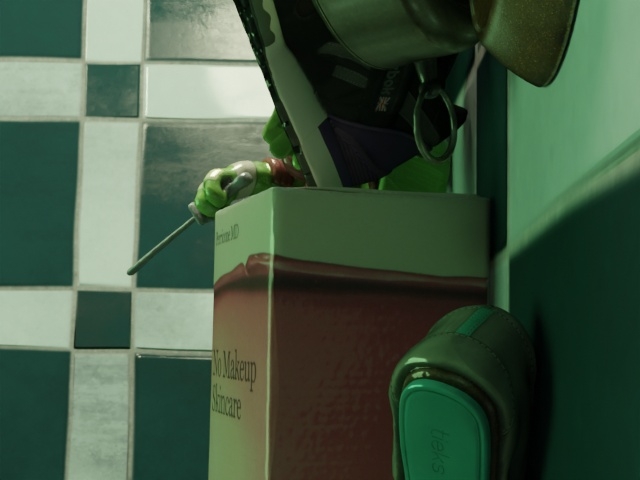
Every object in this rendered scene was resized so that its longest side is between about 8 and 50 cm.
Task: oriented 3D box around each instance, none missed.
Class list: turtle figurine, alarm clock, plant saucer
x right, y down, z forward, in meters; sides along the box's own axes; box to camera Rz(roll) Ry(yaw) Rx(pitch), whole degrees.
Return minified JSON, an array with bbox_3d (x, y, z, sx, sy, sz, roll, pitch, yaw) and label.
[{"bbox_3d":[0.000,0.000,0.970,0.198,0.274,0.266,56,167,12],"label":"turtle figurine"},{"bbox_3d":[0.046,-0.132,0.580,0.129,0.064,0.192,-19,-77,-56],"label":"alarm clock"},{"bbox_3d":[0.080,-0.147,0.488,0.168,0.029,0.169,-179,90,-89],"label":"plant saucer"}]

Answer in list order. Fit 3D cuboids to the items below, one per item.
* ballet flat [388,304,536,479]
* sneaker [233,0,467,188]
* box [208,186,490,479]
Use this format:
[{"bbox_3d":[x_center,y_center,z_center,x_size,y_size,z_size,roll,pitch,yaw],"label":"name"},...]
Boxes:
[{"bbox_3d":[0.065,0.122,0.544,0.068,0.072,0.213,-46,-34,-47],"label":"ballet flat"},{"bbox_3d":[0.016,-0.138,0.681,0.283,0.124,0.107,68,180,-60],"label":"sneaker"},{"bbox_3d":[0.011,0.093,0.683,0.148,0.126,0.232,165,107,-72],"label":"box"}]
